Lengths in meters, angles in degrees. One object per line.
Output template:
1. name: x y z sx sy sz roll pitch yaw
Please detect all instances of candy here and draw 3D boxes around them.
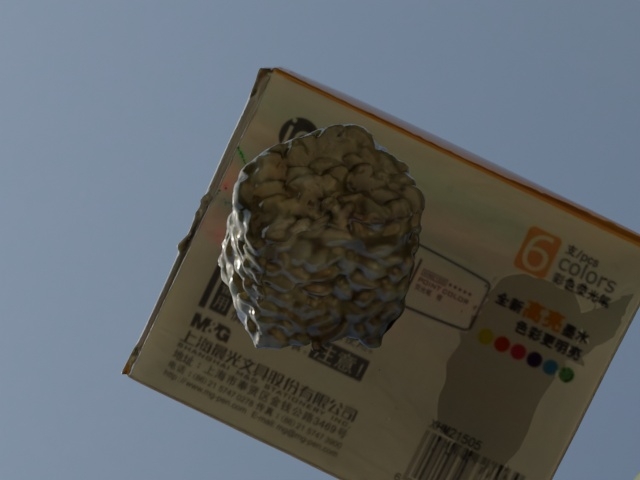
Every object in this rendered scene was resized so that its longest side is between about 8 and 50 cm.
1. candy: 0.000 0.000 0.922 0.095 0.110 0.085 -15 -124 -12

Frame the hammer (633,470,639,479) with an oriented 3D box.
1. hammer: 0.224 0.180 0.683 0.113 0.305 0.202 39 -117 -41

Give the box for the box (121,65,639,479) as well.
1. box: 0.043 0.041 1.167 0.274 0.091 0.221 27 -85 -1
